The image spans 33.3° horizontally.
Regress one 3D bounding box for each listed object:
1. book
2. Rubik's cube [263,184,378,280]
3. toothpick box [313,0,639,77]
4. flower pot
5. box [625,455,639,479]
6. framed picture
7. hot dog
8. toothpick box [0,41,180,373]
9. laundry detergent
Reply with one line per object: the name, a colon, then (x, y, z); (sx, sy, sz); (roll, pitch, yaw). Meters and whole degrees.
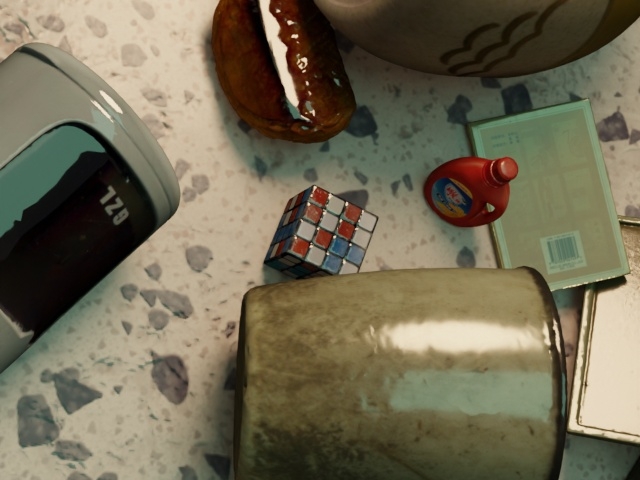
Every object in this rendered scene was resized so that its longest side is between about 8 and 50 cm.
book: (0.300, -0.055, 1.414); (0.170, 0.018, 0.242); (-12, 84, -3)
Rubik's cube: (0.000, 0.000, 1.279); (0.092, 0.092, 0.092); (26, 73, -16)
toothpick box: (0.210, -0.398, 1.261); (0.425, 0.409, 0.409); (-4, 82, -33)
flower pot: (0.072, 0.162, 1.180); (0.330, 0.293, 0.294); (5, 79, -6)
box: (0.542, 0.344, 1.397); (0.231, 0.149, 0.155); (43, 69, -8)
framed picture: (0.453, 0.118, 1.379); (0.240, 0.020, 0.324); (8, 63, 10)
hot dog: (-0.043, -0.223, 1.296); (0.160, 0.099, 0.227); (-10, 84, -22)
toothpick box: (-0.349, -0.009, 1.085); (0.263, 0.263, 0.355); (47, 70, -8)
laundry detergent: (0.195, -0.064, 1.324); (0.097, 0.165, 0.049); (44, 68, -8)
